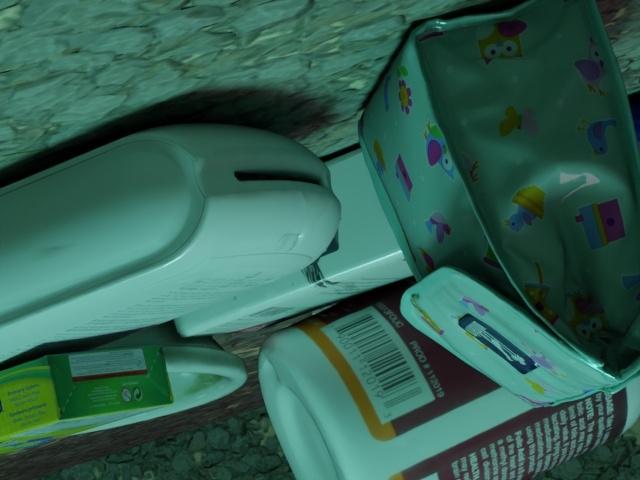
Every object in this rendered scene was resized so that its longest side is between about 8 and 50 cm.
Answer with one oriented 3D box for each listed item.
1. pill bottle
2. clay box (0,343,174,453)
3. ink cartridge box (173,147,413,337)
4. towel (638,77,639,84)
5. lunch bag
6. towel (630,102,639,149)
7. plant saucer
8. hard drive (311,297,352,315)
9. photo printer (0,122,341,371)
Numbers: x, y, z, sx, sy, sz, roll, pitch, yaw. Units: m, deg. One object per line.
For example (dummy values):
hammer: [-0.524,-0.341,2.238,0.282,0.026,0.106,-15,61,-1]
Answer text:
pill bottle: [0.160,0.115,1.710,0.392,0.224,0.224,-23,173,-16]
clay box: [-0.235,0.130,1.382,0.222,0.053,0.127,-18,171,34]
ink cartridge box: [0.000,0.000,1.589,0.237,0.100,0.172,-21,172,20]
towel: [0.333,-0.152,1.553,0.119,0.029,0.067,-13,170,-24]
lunch bag: [0.136,-0.011,1.266,0.160,0.262,0.223,-16,172,-12]
towel: [0.222,-0.066,1.757,0.308,0.076,0.228,-17,164,0]
plant saucer: [-0.269,0.113,1.661,0.400,0.101,0.400,-10,169,-2]
hard drive: [0.144,0.089,1.976,0.339,0.064,0.237,17,174,6]
photo printer: [-0.146,0.005,1.306,0.307,0.107,0.256,-21,171,21]
